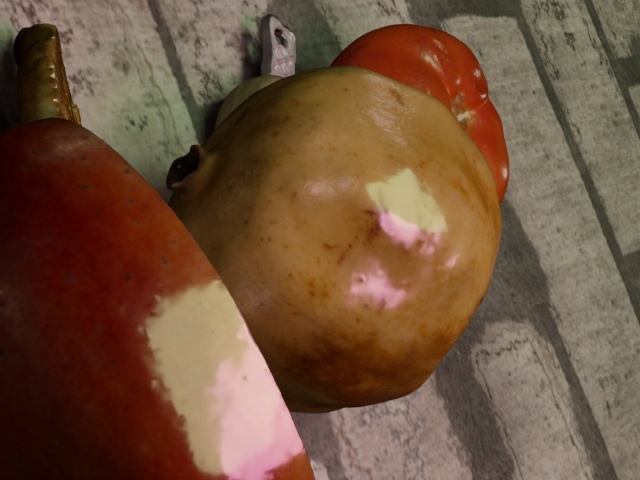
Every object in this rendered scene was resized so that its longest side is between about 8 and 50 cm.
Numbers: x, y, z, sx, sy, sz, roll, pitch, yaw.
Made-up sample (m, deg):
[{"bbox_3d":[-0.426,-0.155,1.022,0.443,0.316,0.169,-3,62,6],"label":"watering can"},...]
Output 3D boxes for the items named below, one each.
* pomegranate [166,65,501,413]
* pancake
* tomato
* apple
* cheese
[{"bbox_3d":[0.000,0.000,1.738,0.332,0.332,0.332,39,38,-41],"label":"pomegranate"},{"bbox_3d":[-0.220,-0.040,1.613,0.197,0.054,0.376,77,0,-54],"label":"pancake"},{"bbox_3d":[0.100,-0.114,2.127,0.260,0.180,0.260,35,43,-41],"label":"tomato"},{"bbox_3d":[-0.157,0.115,1.347,0.365,0.295,0.329,51,8,19],"label":"apple"},{"bbox_3d":[-0.041,-0.126,1.998,0.163,0.082,0.286,43,35,-38],"label":"cheese"}]
